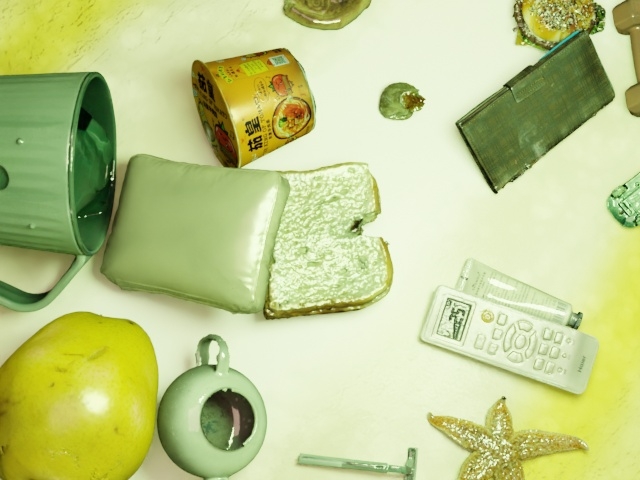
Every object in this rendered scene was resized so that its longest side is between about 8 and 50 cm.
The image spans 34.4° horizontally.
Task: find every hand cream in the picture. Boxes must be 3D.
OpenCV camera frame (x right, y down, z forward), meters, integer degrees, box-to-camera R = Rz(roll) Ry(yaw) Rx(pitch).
[{"bbox_3d":[0.367,0.108,1.906,0.234,0.050,0.080,22,78,5],"label":"hand cream"}]

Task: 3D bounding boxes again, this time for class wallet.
[{"bbox_3d":[0.410,-0.246,1.953,0.317,0.044,0.169,-38,115,-9],"label":"wallet"}]

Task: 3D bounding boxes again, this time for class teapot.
[{"bbox_3d":[-0.179,0.305,1.755,0.193,0.129,0.294,2,78,-31],"label":"teapot"}]

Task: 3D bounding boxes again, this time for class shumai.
[{"bbox_3d":[0.153,-0.269,1.950,0.083,0.080,0.082,-25,79,-7],"label":"shumai"}]

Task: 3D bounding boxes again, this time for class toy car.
[{"bbox_3d":[0.630,-0.098,1.959,0.186,0.058,0.093,-39,84,1],"label":"toy car"}]

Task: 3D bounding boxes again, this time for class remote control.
[{"bbox_3d":[0.345,0.181,1.885,0.313,0.055,0.109,19,85,5],"label":"remote control"}]

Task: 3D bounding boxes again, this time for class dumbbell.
[{"bbox_3d":[0.623,-0.354,2.001,0.092,0.082,0.230,-5,78,-4],"label":"dumbbell"}]

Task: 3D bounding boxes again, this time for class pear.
[{"bbox_3d":[-0.403,0.278,1.718,0.285,0.336,0.285,9,116,19],"label":"pear"}]

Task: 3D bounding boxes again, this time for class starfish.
[{"bbox_3d":[0.331,0.396,1.838,0.295,0.048,0.231,9,67,-4],"label":"starfish"}]

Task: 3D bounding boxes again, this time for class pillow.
[{"bbox_3d":[-0.223,-0.016,1.808,0.322,0.120,0.255,10,83,25],"label":"pillow"}]

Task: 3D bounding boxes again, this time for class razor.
[{"bbox_3d":[0.065,0.396,1.823,0.211,0.036,0.084,7,75,-3],"label":"razor"}]

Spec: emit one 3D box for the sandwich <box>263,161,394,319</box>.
[{"bbox_3d":[0.000,0.000,1.875,0.249,0.095,0.273,-8,77,-8],"label":"sandwich"}]

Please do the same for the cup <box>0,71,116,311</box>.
[{"bbox_3d":[-0.552,-0.095,1.754,0.392,0.310,0.401,2,76,2],"label":"cup"}]

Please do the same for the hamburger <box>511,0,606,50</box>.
[{"bbox_3d":[0.464,-0.441,2.003,0.190,0.093,0.164,1,77,-6],"label":"hamburger"}]

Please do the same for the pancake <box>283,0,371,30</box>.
[{"bbox_3d":[0.003,-0.522,2.021,0.212,0.029,0.235,-27,83,-10],"label":"pancake"}]

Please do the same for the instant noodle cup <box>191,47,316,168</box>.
[{"bbox_3d":[-0.118,-0.246,1.869,0.172,0.216,0.215,-21,80,-18],"label":"instant noodle cup"}]
